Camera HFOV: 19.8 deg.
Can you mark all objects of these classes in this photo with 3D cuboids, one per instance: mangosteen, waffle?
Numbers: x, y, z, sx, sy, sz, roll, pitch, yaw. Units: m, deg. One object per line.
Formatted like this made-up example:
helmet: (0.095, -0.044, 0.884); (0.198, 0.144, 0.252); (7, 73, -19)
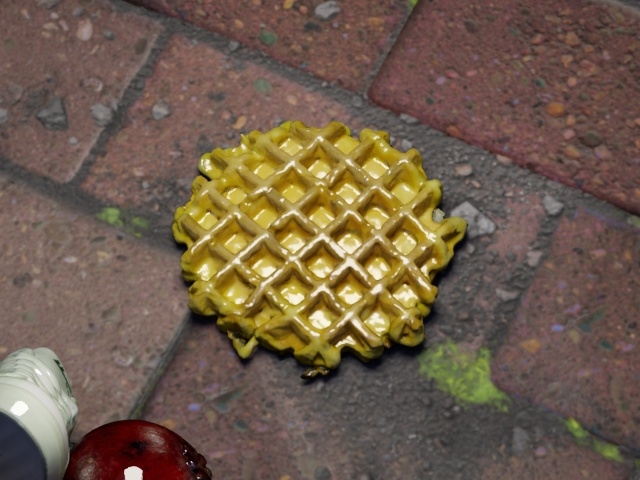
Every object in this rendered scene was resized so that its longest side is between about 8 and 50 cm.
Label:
mangosteen: (-0.198, 0.270, 1.805); (0.200, 0.200, 0.199); (-1, 66, 2)
waffle: (-0.011, -0.001, 1.978); (0.329, 0.062, 0.329); (0, 66, 1)

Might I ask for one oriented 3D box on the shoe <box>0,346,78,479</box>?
shoe: (-0.284, 0.169, 1.769); (0.132, 0.363, 0.160); (44, 64, -6)
